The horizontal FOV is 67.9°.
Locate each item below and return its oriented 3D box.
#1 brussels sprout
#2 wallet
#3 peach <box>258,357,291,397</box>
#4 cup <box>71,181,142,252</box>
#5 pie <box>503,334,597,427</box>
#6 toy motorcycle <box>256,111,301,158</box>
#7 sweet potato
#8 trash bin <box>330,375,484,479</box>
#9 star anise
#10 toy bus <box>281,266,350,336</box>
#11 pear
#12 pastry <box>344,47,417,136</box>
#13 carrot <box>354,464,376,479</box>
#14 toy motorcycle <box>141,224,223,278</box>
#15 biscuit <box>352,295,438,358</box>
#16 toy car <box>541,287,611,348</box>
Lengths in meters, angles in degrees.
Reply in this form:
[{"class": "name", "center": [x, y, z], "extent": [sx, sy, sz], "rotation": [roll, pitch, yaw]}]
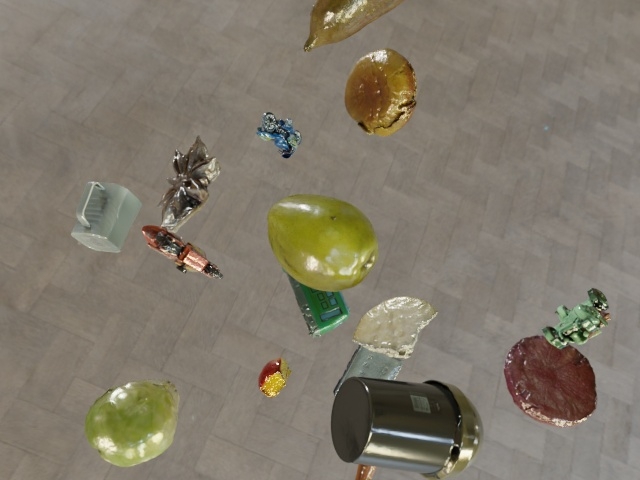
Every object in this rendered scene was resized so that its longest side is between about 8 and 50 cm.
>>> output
[{"class": "brussels sprout", "center": [-0.630, 0.625, 1.632], "extent": [0.317, 0.242, 0.273], "rotation": [-8, 48, -39]}, {"class": "wallet", "center": [0.162, 0.468, 1.607], "extent": [0.168, 0.036, 0.222], "rotation": [29, 88, 0]}, {"class": "peach", "center": [-0.182, 0.535, 1.863], "extent": [0.119, 0.151, 0.151], "rotation": [-5, 68, 11]}, {"class": "cup", "center": [-0.458, -0.058, 1.002], "extent": [0.095, 0.128, 0.129], "rotation": [4, 64, 14]}, {"class": "pie", "center": [0.365, 0.220, 0.752], "extent": [0.155, 0.036, 0.154], "rotation": [1, 55, -2]}, {"class": "toy motorcycle", "center": [-0.157, -0.408, 1.875], "extent": [0.255, 0.092, 0.135], "rotation": [21, 76, -54]}, {"class": "sweet potato", "center": [0.093, -0.605, 1.161], "extent": [0.158, 0.370, 0.157], "rotation": [43, 32, -35]}, {"class": "trash bin", "center": [0.208, 0.415, 1.058], "extent": [0.334, 0.214, 0.214], "rotation": [13, 65, -23]}, {"class": "star anise", "center": [-0.312, -0.117, 1.112], "extent": [0.081, 0.230, 0.262], "rotation": [33, 37, -44]}, {"class": "toy bus", "center": [-0.017, 0.222, 2.004], "extent": [0.200, 0.183, 0.343], "rotation": [-23, 77, -7]}, {"class": "pear", "center": [0.000, 0.000, 1.245], "extent": [0.307, 0.252, 0.252], "rotation": [24, 63, 18]}, {"class": "pastry", "center": [0.236, -0.587, 1.896], "extent": [0.164, 0.356, 0.355], "rotation": [-17, 73, -33]}, {"class": "carrot", "center": [0.142, 0.767, 1.550], "extent": [0.069, 0.069, 0.335], "rotation": [17, 91, -7]}, {"class": "toy motorcycle", "center": [-0.455, 0.049, 1.596], "extent": [0.171, 0.298, 0.089], "rotation": [33, 83, 43]}, {"class": "biscuit", "center": [0.214, 0.253, 1.376], "extent": [0.266, 0.040, 0.188], "rotation": [-27, 49, 12]}, {"class": "toy car", "center": [0.373, 0.115, 0.681], "extent": [0.143, 0.073, 0.054], "rotation": [-12, 63, -54]}]
